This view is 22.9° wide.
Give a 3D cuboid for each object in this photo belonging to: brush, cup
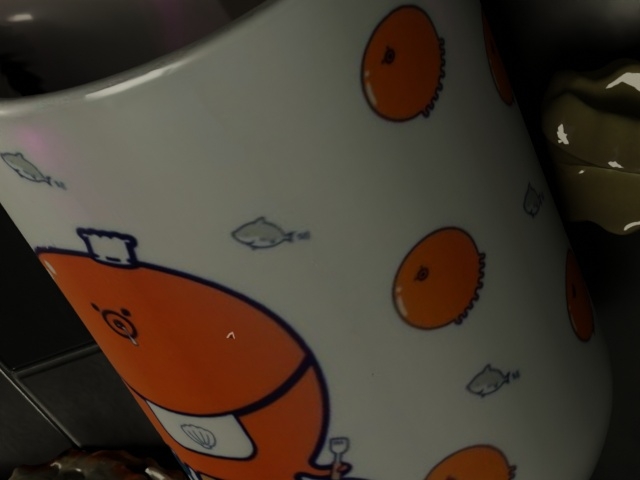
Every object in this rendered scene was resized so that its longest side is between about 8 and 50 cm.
[{"bbox_3d":[0.244,-0.029,0.660,0.301,0.071,0.084,6,144,19],"label":"brush"},{"bbox_3d":[0.000,0.000,0.693,0.212,0.212,0.317,-7,128,29],"label":"cup"}]

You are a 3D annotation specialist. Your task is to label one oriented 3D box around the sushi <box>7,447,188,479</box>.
[{"bbox_3d":[-0.199,0.216,1.032,0.332,0.130,0.124,-13,124,32],"label":"sushi"}]
